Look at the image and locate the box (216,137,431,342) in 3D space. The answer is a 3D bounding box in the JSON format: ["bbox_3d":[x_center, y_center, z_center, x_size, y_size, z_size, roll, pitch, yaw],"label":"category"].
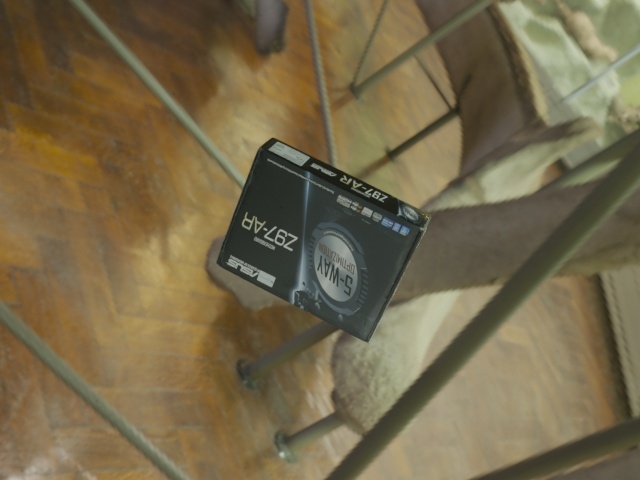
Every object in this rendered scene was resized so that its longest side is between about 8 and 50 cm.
[{"bbox_3d":[0.000,0.000,0.457,0.083,0.067,0.018,28,28,6],"label":"box"}]
